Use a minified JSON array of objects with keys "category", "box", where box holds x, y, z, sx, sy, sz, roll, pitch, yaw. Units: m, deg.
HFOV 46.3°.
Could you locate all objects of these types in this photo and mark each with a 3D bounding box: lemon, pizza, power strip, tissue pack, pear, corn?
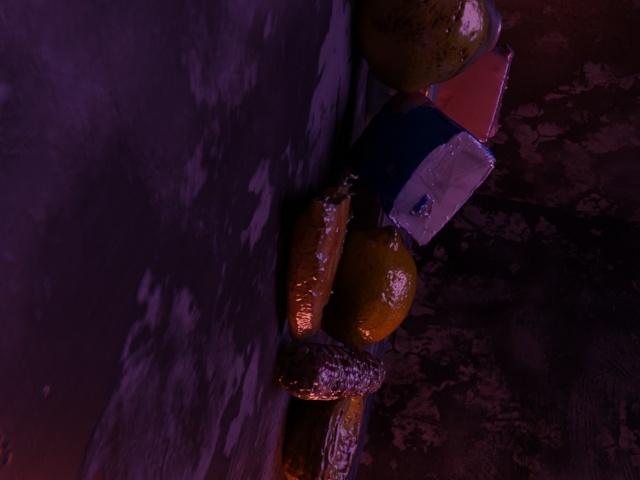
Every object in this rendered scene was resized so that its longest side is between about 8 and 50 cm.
[{"category":"lemon","box":[0.075,0.081,1.331,0.188,0.188,0.257,-60,171,-61]},{"category":"pizza","box":[0.000,0.000,1.197,0.288,0.075,0.280,-66,167,-58]},{"category":"power strip","box":[0.192,-0.361,1.643,0.139,0.140,0.224,88,17,-47]},{"category":"tissue pack","box":[0.166,-0.146,1.361,0.209,0.137,0.270,-51,-149,14]},{"category":"pear","box":[0.181,-0.399,1.342,0.271,0.271,0.271,11,90,-80]},{"category":"corn","box":[0.030,0.231,1.307,0.289,0.098,0.098,21,79,-59]}]

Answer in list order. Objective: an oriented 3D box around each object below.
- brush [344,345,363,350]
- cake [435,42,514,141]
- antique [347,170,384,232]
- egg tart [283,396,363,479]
[{"category":"brush","box":[0.083,0.323,2.007,0.070,0.051,0.323,92,14,-52]},{"category":"cake","box":[0.364,-0.426,2.054,0.307,0.314,0.293,-50,151,-73]},{"category":"antique","box":[0.076,-0.008,1.542,0.093,0.087,0.310,69,33,-73]},{"category":"egg tart","box":[0.002,0.394,1.464,0.294,0.123,0.294,11,90,-77]}]
